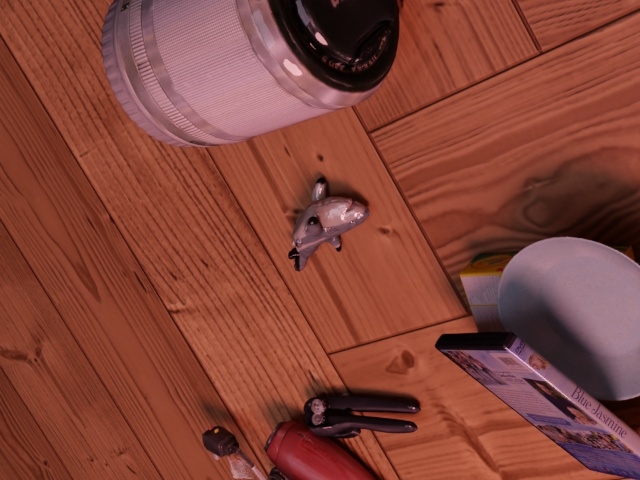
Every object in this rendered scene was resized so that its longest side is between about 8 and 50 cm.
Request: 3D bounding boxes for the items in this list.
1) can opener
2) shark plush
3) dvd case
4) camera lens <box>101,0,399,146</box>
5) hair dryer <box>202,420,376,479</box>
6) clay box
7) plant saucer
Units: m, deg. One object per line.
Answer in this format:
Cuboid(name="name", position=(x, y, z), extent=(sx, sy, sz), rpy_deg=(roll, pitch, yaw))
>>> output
Cuboid(name="can opener", position=(0.054, 0.231, 1.547), extent=(0.186, 0.073, 0.059), rpy_deg=(-11, 71, 38))
Cuboid(name="shark plush", position=(0.000, 0.000, 1.436), extent=(0.067, 0.073, 0.161), rpy_deg=(20, 130, -12))
Cuboid(name="dvd case", position=(0.256, 0.182, 1.270), extent=(0.253, 0.022, 0.180), rpy_deg=(38, 166, -11))
Cuboid(name="camera lens", position=(-0.071, -0.223, 1.227), extent=(0.274, 0.219, 0.219), rpy_deg=(-13, 108, 42))
Cuboid(name="hair dryer", position=(-0.017, 0.346, 1.674), extent=(0.293, 0.080, 0.224), rpy_deg=(0, 133, 44))
Cuboid(name="clay box", position=(0.273, 0.075, 1.268), extent=(0.222, 0.053, 0.127), rpy_deg=(-5, 114, 38))
Cuboid(name="plant saucer", position=(0.279, 0.075, 1.199), extent=(0.195, 0.037, 0.195), rpy_deg=(19, 128, 26))
